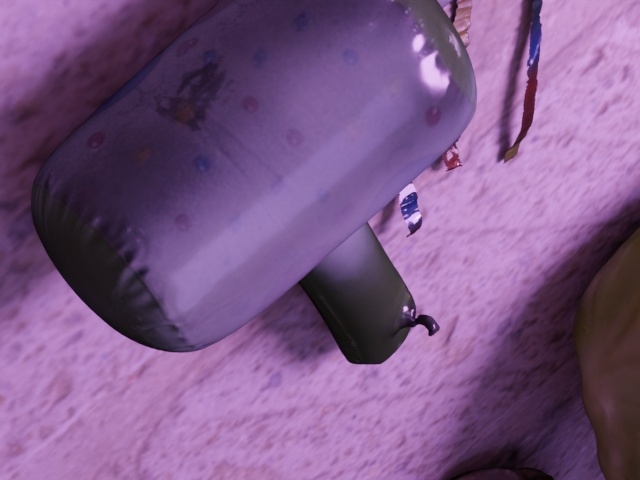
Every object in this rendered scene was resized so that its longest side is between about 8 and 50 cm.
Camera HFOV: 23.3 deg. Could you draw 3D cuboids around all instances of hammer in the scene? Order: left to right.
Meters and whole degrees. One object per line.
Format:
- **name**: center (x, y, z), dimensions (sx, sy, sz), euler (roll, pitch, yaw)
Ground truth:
- **hammer**: center (0.000, 0.000, 0.786), dimensions (0.206, 0.119, 0.335), euler (-41, 152, -4)

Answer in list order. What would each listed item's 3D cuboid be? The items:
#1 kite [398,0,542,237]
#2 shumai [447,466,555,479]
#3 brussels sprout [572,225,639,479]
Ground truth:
- **kite**: center (0.090, -0.138, 0.808), dimensions (0.169, 0.015, 0.310), euler (-32, 143, -20)
- **shumai**: center (0.141, 0.328, 1.107), dimensions (0.346, 0.283, 0.217), euler (-16, 134, -39)
- **brussels sprout**: center (0.332, 0.078, 1.079), dimensions (0.328, 0.247, 0.328), euler (0, 129, 0)
